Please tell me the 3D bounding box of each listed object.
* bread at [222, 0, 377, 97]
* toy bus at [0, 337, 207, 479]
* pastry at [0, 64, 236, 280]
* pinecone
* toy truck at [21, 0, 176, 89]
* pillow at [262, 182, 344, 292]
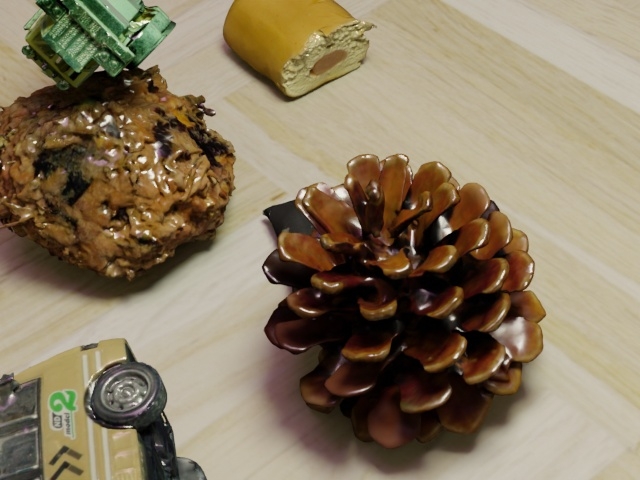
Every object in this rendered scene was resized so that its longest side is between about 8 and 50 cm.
[{"bbox_3d":[-0.032,-0.252,1.706,0.134,0.085,0.173,-30,49,-22],"label":"bread"},{"bbox_3d":[-0.188,0.263,1.141,0.201,0.177,0.365,-15,45,1],"label":"toy bus"},{"bbox_3d":[-0.217,-0.090,1.491,0.274,0.193,0.275,-5,43,5],"label":"pastry"},{"bbox_3d":[0.065,0.038,1.286,0.264,0.264,0.264,-4,44,4],"label":"pinecone"},{"bbox_3d":[-0.236,-0.209,1.453,0.135,0.128,0.259,-45,13,4],"label":"toy truck"},{"bbox_3d":[0.000,0.001,1.473,0.090,0.048,0.150,-6,40,-13],"label":"pillow"}]
